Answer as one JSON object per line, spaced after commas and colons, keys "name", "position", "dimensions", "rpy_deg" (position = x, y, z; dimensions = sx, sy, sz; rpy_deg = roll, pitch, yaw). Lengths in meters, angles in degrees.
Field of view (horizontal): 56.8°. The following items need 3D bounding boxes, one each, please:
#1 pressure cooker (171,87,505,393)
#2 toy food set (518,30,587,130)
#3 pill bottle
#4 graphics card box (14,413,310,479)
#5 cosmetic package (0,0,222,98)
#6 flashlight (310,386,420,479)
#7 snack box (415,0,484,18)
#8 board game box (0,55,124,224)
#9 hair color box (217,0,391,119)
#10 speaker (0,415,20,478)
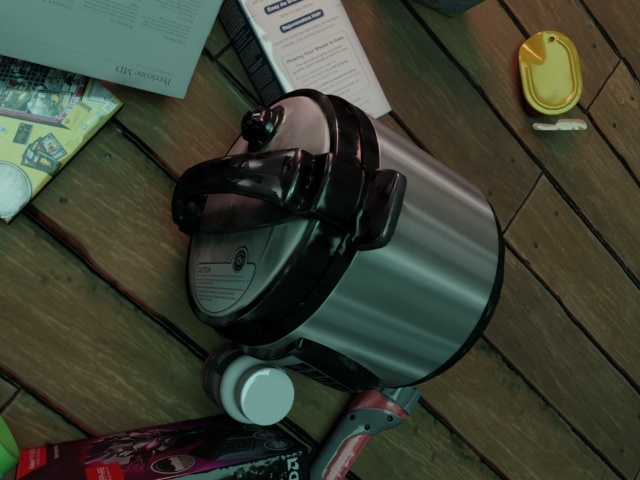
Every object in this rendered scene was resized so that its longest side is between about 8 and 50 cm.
{"name": "pressure cooker", "position": [0.001, -0.006, 0.849], "dimensions": [0.421, 0.375, 0.370], "rpy_deg": [26, 120, -33]}
{"name": "toy food set", "position": [0.486, -0.332, 1.274], "dimensions": [0.128, 0.071, 0.217], "rpy_deg": [-8, 90, -1]}
{"name": "pill bottle", "position": [-0.111, 0.221, 0.912], "dimensions": [0.108, 0.180, 0.107], "rpy_deg": [1, 88, -26]}
{"name": "graphics card box", "position": [-0.224, 0.333, 0.828], "dimensions": [0.371, 0.233, 0.094], "rpy_deg": [-2, 89, -24]}
{"name": "cosmetic package", "position": [-0.308, -0.362, 0.751], "dimensions": [0.377, 0.097, 0.284], "rpy_deg": [6, 124, -40]}
{"name": "flashlight", "position": [0.057, 0.368, 1.031], "dimensions": [0.103, 0.103, 0.304], "rpy_deg": [42, 71, -21]}
{"name": "snack box", "position": [0.222, -0.503, 1.089], "dimensions": [0.207, 0.174, 0.070], "rpy_deg": [12, 85, -24]}
{"name": "board game box", "position": [-0.429, -0.166, 0.849], "dimensions": [0.165, 0.042, 0.243], "rpy_deg": [44, 72, -18]}
{"name": "hair color box", "position": [-0.041, -0.332, 1.000], "dimensions": [0.174, 0.105, 0.347], "rpy_deg": [-32, 102, -23]}
{"name": "speaker", "position": [-0.547, 0.319, 0.736], "dimensions": [0.297, 0.131, 0.131], "rpy_deg": [-31, 101, -23]}
